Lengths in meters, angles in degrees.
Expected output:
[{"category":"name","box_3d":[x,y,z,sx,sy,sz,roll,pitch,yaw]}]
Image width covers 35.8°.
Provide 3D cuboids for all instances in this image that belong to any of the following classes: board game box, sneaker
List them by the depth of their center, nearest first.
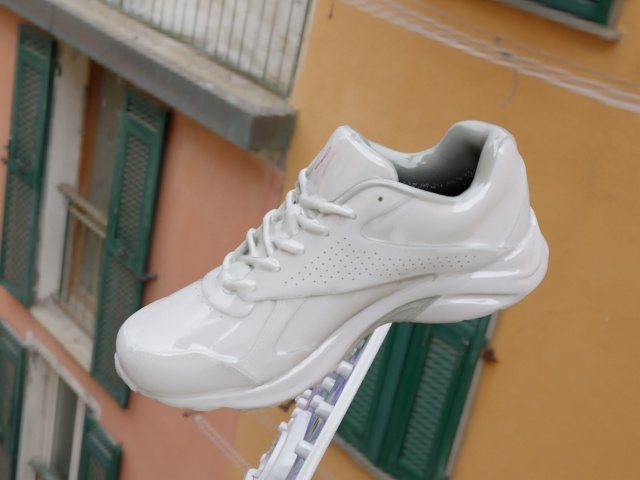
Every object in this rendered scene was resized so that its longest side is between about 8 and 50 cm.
[{"category":"sneaker","box_3d":[0.000,0.000,0.494,0.232,0.115,0.090,-23,36,-12]},{"category":"board game box","box_3d":[-0.056,0.225,0.979,0.050,0.390,0.390,30,67,0]}]
